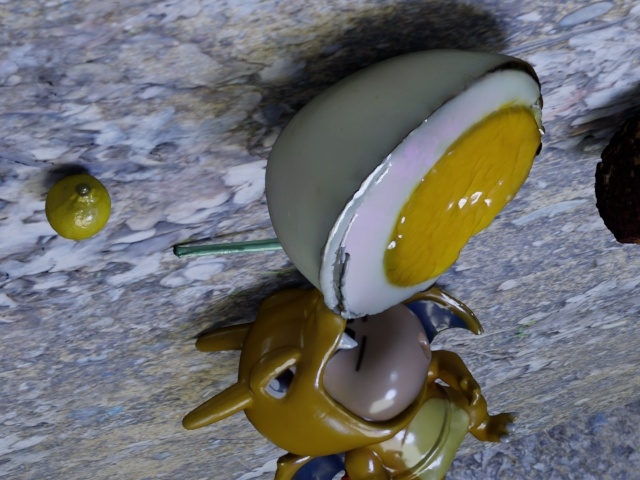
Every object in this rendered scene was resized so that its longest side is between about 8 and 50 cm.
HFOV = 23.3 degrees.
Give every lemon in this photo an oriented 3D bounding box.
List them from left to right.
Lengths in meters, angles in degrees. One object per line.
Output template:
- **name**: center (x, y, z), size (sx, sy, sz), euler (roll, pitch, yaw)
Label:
- **lemon**: center (-0.227, -0.032, 1.455), size (0.062, 0.062, 0.083), euler (-10, 159, -20)

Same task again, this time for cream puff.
- **cream puff**: center (0.423, -0.078, 1.726), size (0.239, 0.164, 0.239), euler (-8, 175, -1)

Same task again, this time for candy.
- **candy**: center (0.000, 0.000, 1.749), size (0.336, 0.093, 0.092), euler (-3, 166, -14)

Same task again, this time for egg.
- **egg**: center (0.065, -0.083, 1.436), size (0.286, 0.174, 0.264), euler (-46, 154, 2)

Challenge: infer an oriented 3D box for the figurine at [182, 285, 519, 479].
- **figurine**: center (0.041, 0.231, 2.013), size (0.387, 0.268, 0.401), euler (35, 94, -28)
